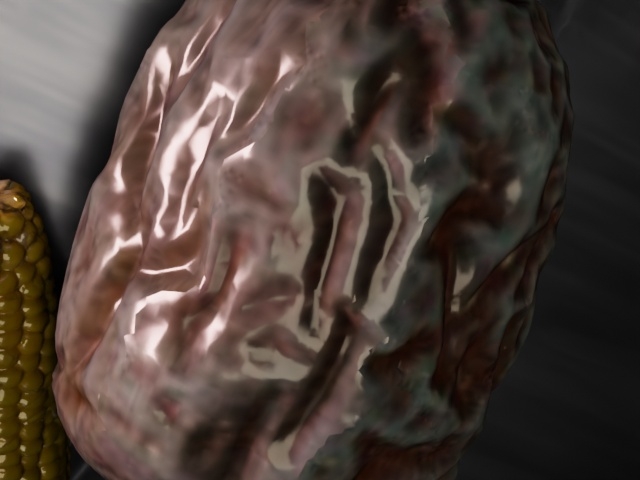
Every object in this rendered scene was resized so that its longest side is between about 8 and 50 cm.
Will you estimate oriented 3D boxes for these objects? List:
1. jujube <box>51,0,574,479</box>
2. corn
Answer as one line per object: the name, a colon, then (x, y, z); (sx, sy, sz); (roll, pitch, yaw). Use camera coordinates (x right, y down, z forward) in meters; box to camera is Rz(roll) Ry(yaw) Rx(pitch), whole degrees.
jujube: (0.000, 0.000, 0.623); (0.226, 0.226, 0.317); (21, 95, -17)
corn: (-0.182, 0.120, 0.674); (0.101, 0.101, 0.310); (0, 103, -12)
